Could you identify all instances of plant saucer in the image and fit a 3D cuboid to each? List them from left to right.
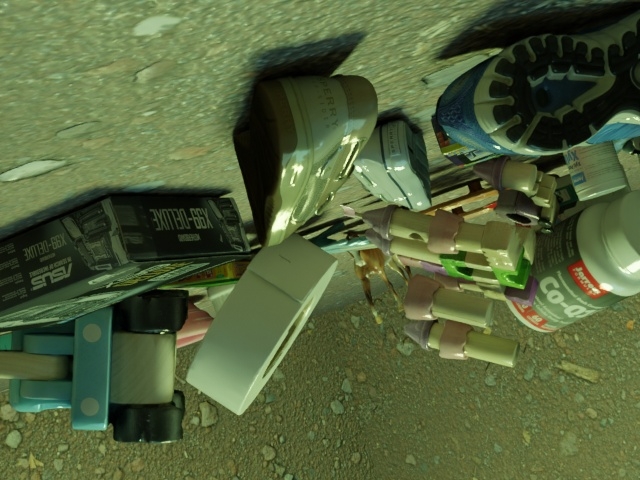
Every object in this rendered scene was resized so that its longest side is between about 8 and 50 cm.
[{"bbox_3d":[-0.380,0.198,2.482,0.332,0.084,0.332,-16,173,-2],"label":"plant saucer"}]

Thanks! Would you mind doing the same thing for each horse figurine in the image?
[{"bbox_3d":[0.123,0.043,2.254,0.066,0.174,0.263,-25,-177,32],"label":"horse figurine"}]

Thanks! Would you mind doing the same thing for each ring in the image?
[{"bbox_3d":[0.260,-0.068,2.117,0.336,0.032,0.336,-18,173,-2],"label":"ring"}]

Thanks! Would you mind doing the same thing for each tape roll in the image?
[{"bbox_3d":[-0.087,0.121,1.819,0.286,0.100,0.286,-56,174,-9],"label":"tape roll"}]

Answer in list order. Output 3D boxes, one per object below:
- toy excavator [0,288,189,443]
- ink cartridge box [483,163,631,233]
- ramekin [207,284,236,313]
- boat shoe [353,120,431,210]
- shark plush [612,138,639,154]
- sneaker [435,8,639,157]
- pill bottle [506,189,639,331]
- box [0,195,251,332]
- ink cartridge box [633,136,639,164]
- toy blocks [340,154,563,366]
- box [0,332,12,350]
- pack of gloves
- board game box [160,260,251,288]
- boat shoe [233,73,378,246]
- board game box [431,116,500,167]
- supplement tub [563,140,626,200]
[{"bbox_3d":[-0.423,0.185,1.769,0.445,0.222,0.433,1,180,-5],"label":"toy excavator"},{"bbox_3d":[0.415,-0.063,2.073,0.231,0.078,0.134,-20,172,23],"label":"ink cartridge box"},{"bbox_3d":[-0.116,0.121,2.401,0.207,0.109,0.207,-16,173,-2],"label":"ramekin"},{"bbox_3d":[0.076,-0.086,1.334,0.075,0.083,0.226,-6,164,12],"label":"boat shoe"},{"bbox_3d":[0.445,-0.150,1.720,0.161,0.067,0.073,-20,173,28],"label":"shark plush"},{"bbox_3d":[0.246,-0.147,1.113,0.330,0.130,0.147,-9,-175,-31],"label":"sneaker"},{"bbox_3d":[0.443,0.034,1.959,0.161,0.161,0.283,-12,165,-37],"label":"pill bottle"},{"bbox_3d":[-0.271,0.031,1.356,0.307,0.077,0.242,-20,173,26],"label":"box"},{"bbox_3d":[0.623,-0.069,1.901,0.121,0.289,0.211,-13,173,-11],"label":"ink cartridge box"},{"bbox_3d":[0.195,0.006,1.847,0.260,0.309,0.288,12,164,24],"label":"toy blocks"},{"bbox_3d":[-0.497,0.186,2.171,0.244,0.060,0.100,-15,173,-21],"label":"box"},{"bbox_3d":[0.000,0.000,2.037,0.232,0.046,0.195,-8,177,26],"label":"pack of gloves"},{"bbox_3d":[-0.165,0.057,1.984,0.124,0.039,0.259,-8,174,16],"label":"board game box"},{"bbox_3d":[-0.014,-0.070,1.058,0.098,0.109,0.302,-14,168,-11],"label":"boat shoe"},{"bbox_3d":[0.221,-0.136,1.351,0.170,0.048,0.141,-18,172,13],"label":"board game box"},{"bbox_3d":[0.375,-0.115,1.653,0.071,0.107,0.071,-16,173,-2],"label":"supplement tub"}]
